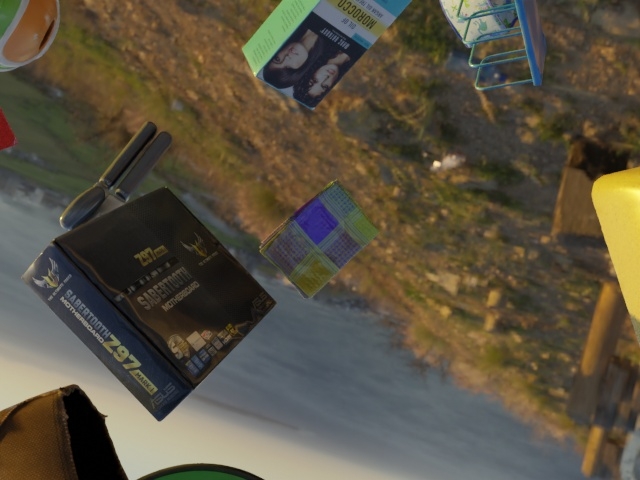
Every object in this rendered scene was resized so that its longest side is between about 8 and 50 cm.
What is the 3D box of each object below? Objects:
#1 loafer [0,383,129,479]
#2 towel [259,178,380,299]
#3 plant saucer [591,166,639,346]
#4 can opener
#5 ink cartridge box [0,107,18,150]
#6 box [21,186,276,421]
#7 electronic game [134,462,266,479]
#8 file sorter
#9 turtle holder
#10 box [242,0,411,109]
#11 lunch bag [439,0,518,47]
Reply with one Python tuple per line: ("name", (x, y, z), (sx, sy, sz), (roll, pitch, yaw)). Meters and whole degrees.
("loafer", (-0.107, 0.204, 0.510), (0.366, 0.130, 0.134), (37, 167, 31))
("towel", (0.000, 0.000, 0.680), (0.060, 0.083, 0.009), (50, 172, -15))
("plant saucer", (0.452, 0.038, 0.779), (0.332, 0.333, 0.081), (-13, 158, 7))
("can opener", (-0.386, -0.114, 1.684), (0.074, 0.280, 0.093), (35, 158, 0))
("ink cartridge box", (-0.333, -0.111, 0.667), (0.145, 0.045, 0.179), (-20, 133, -7))
("box", (-0.157, 0.050, 0.872), (0.183, 0.059, 0.232), (46, -158, 1))
("electronic game", (-0.102, 0.294, 0.702), (0.229, 0.229, 0.048), (16, 152, 9))
("file sorter", (0.267, -0.326, 1.310), (0.104, 0.118, 0.170), (-7, 126, 23))
("turtle holder", (-0.555, -0.374, 1.350), (0.320, 0.243, 0.227), (-1, 168, 25))
("box", (0.027, -0.272, 1.011), (0.100, 0.244, 0.060), (24, -150, -41))
("lunch bag", (0.324, -0.493, 1.812), (0.151, 0.096, 0.128), (47, 150, -19))
